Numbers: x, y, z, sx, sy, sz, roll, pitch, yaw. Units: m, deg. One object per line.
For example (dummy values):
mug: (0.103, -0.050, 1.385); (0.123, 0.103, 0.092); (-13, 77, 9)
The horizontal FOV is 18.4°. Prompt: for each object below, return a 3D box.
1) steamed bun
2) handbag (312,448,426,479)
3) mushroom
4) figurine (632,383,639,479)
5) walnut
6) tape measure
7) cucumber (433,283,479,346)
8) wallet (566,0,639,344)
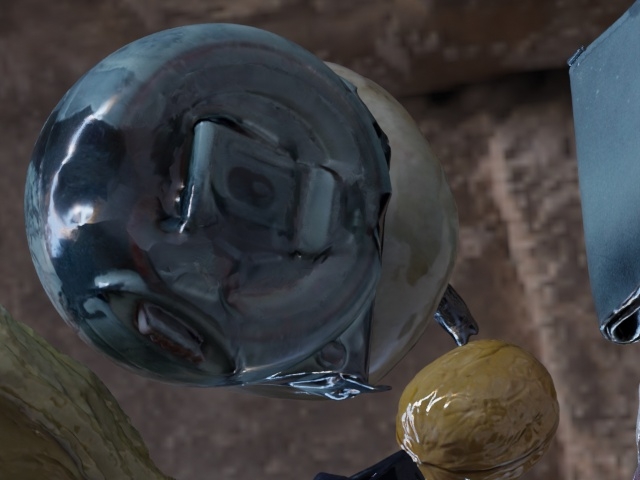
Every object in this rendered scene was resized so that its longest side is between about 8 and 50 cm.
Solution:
steamed bun: (-0.208, 0.199, 1.444); (0.428, 0.247, 0.189); (48, -159, -16)
handbag: (-0.021, 0.343, 1.804); (0.269, 0.326, 0.118); (61, -176, -26)
mushroom: (0.000, 0.000, 1.670); (0.290, 0.297, 0.297); (16, -110, -51)
figurine: (0.394, 0.093, 1.813); (0.284, 0.206, 0.315); (-98, 22, -60)
walnut: (0.172, 0.193, 2.148); (0.197, 0.165, 0.165); (-21, -72, -38)
tape measure: (-0.066, -0.023, 1.401); (0.275, 0.147, 0.256); (12, -106, -27)
cucumber: (0.118, 0.061, 1.897); (0.135, 0.033, 0.034); (52, -165, -39)
wallet: (0.255, -0.085, 1.477); (0.290, 0.054, 0.251); (115, 156, -62)
